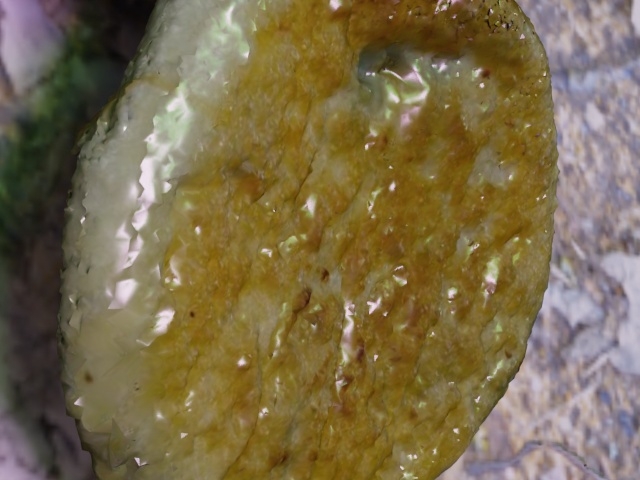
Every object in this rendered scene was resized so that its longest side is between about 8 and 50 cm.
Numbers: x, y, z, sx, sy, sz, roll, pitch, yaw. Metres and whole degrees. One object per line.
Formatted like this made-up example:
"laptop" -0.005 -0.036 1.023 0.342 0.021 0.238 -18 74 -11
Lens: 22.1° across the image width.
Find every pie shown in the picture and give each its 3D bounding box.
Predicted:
"pie" 0.000 0.000 0.645 0.277 0.078 0.277 -18 116 -42
